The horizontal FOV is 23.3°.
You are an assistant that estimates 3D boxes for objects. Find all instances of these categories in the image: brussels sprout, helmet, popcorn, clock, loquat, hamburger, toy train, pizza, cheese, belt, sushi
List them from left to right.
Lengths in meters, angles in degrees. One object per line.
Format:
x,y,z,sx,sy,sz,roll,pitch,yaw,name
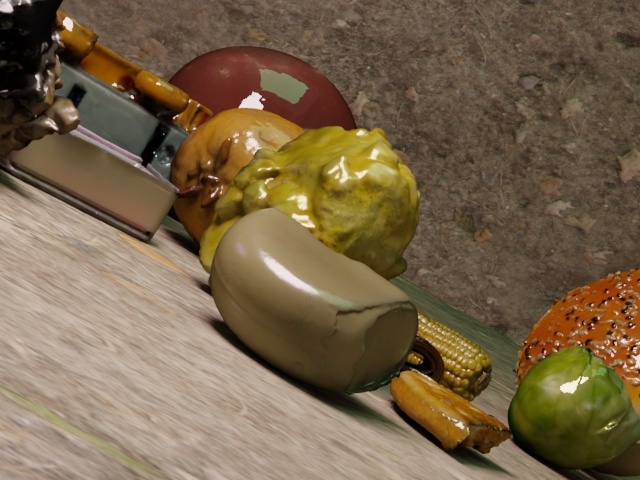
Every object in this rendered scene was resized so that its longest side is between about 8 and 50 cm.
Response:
-0.354,-0.180,1.498,0.225,0.219,0.238,-5,44,-13,sushi
-0.265,-0.084,1.701,0.192,0.071,0.147,28,4,-29,clock
-0.299,-0.171,1.951,0.369,0.163,0.231,30,-1,-29,toy train
-0.075,-0.057,1.893,0.238,0.193,0.238,41,9,-8,loquat
-0.085,-0.162,2.241,0.384,0.230,0.337,3,7,-24,helmet
-0.016,0.048,1.402,0.202,0.091,0.175,40,25,27,cheese
0.000,0.000,1.604,0.192,0.233,0.266,58,26,-33,popcorn
0.102,0.134,1.774,0.083,0.059,0.036,28,4,-23,belt
0.127,0.175,1.526,0.131,0.041,0.178,25,5,-32,pizza
0.288,0.209,1.820,0.149,0.122,0.152,39,-28,36,brussels sprout
0.392,0.164,2.013,0.176,0.300,0.300,48,-6,-29,hamburger

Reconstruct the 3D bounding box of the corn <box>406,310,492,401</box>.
0.111,0.120,1.909,0.231,0.080,0.080,33,4,30,corn
